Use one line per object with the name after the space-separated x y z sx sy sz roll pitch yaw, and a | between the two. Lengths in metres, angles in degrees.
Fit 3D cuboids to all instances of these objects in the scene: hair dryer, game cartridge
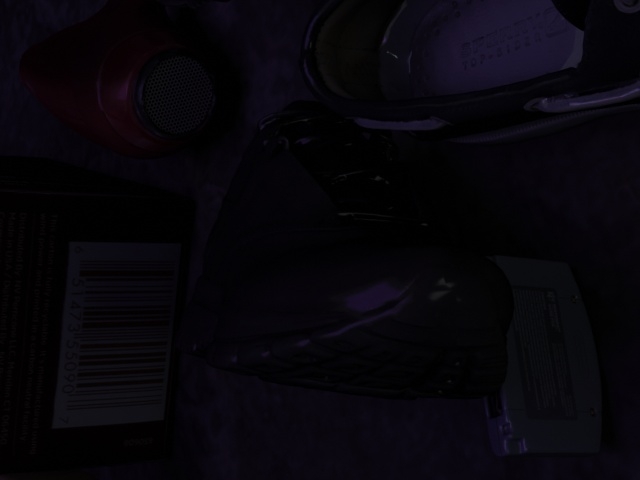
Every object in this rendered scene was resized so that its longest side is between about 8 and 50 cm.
-0.092 -0.154 0.822 0.293 0.080 0.223 -37 45 39 | hair dryer
0.090 0.048 0.578 0.017 0.056 0.083 -35 56 55 | game cartridge

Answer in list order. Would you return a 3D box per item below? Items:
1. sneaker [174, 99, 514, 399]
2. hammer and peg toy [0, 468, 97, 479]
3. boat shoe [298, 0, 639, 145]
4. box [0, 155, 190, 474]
0.000 0.000 0.614 0.286 0.109 0.130 -177 97 -70 | sneaker
-0.139 0.322 0.813 0.266 0.127 0.361 -28 68 50 | hammer and peg toy
0.110 -0.098 0.526 0.302 0.091 0.114 -25 71 49 | boat shoe
-0.207 0.038 0.867 0.203 0.167 0.168 14 101 51 | box
